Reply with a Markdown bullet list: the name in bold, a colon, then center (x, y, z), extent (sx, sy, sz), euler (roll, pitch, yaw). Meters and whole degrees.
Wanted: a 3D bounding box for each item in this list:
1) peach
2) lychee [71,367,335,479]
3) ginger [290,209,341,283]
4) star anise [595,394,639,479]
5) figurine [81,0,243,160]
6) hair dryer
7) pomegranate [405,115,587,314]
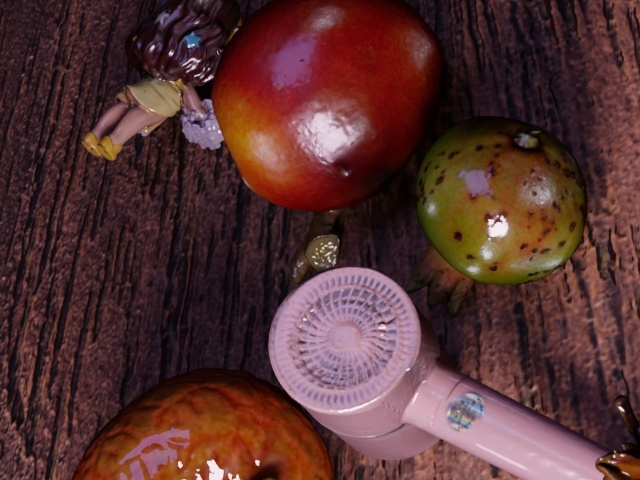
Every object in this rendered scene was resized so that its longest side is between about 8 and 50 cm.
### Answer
- **peach**: center (0.011, -0.147, 1.636), extent (0.243, 0.199, 0.243), euler (-13, 59, 22)
- **lychee**: center (-0.102, 0.236, 1.411), extent (0.255, 0.255, 0.300), euler (-55, 4, -7)
- **ginger**: center (0.000, 0.001, 1.660), extent (0.048, 0.030, 0.097), euler (16, 73, 47)
- **star anise**: center (0.296, 0.229, 1.182), extent (0.190, 0.126, 0.220), euler (3, 74, 28)
- **figurine**: center (-0.173, -0.185, 1.877), extent (0.175, 0.116, 0.240), euler (20, 74, 46)
- **hair dryer**: center (0.137, 0.158, 1.354), extent (0.352, 0.210, 0.125), euler (27, 80, 22)
- **pomegranate**: center (0.150, -0.019, 1.478), extent (0.205, 0.159, 0.159), euler (-56, 35, 33)
